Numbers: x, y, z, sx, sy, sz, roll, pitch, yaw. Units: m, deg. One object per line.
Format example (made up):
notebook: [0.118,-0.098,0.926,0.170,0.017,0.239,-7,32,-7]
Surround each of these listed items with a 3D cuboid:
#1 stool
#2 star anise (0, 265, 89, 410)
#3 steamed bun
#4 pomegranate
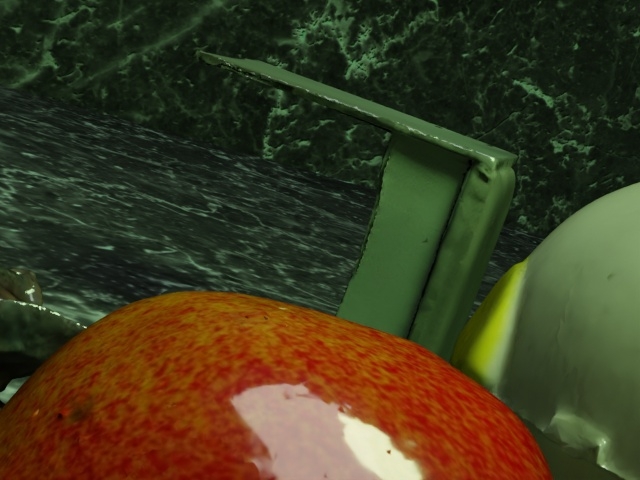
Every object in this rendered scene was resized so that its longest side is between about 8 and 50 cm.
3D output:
stool: [0.000,0.000,1.001,0.270,0.243,0.170,21,9,11]
star anise: [-0.231,0.073,0.533,0.212,0.129,0.283,17,16,27]
steamed bun: [0.266,0.113,0.702,0.334,0.334,0.374,13,6,-35]
pomegranate: [-0.033,0.118,0.395,0.221,0.221,0.257,12,4,-35]
